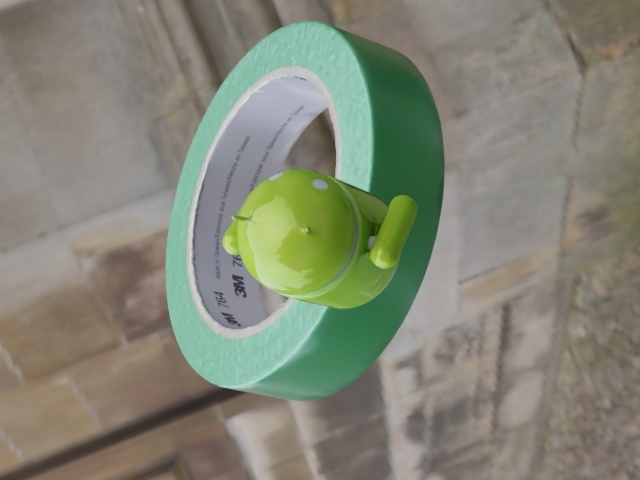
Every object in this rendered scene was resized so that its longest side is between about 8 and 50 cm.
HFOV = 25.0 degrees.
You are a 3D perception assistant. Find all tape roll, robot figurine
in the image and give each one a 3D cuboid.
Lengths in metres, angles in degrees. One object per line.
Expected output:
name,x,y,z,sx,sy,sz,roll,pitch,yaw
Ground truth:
tape roll,-0.023,-0.025,1.243,0.321,0.077,0.321,-27,56,49
robot figurine,0.000,0.000,0.760,0.115,0.101,0.067,18,-100,-62
